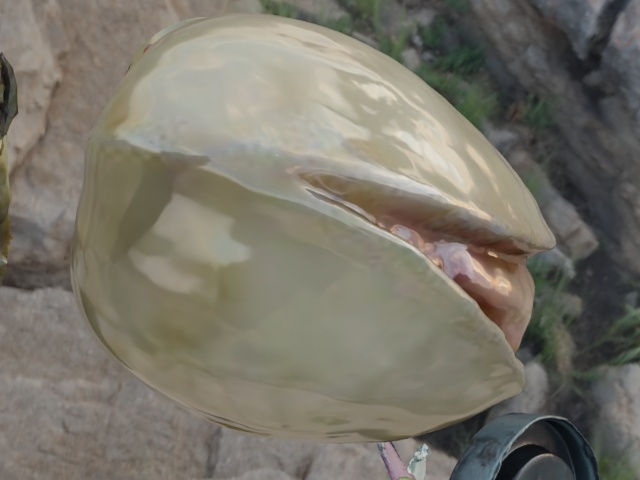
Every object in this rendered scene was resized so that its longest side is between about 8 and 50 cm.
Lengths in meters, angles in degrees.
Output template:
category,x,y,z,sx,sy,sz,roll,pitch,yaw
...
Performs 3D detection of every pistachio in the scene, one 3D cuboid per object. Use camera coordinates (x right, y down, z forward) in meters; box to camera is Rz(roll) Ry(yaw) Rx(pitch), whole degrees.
category,x,y,z,sx,sy,sz,roll,pitch,yaw
pistachio,0.000,0.000,0.582,0.309,0.230,0.229,25,42,-38

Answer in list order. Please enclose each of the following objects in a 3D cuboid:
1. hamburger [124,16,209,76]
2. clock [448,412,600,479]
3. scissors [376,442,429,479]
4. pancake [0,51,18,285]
category,x,y,z,sx,sy,sz,roll,pitch,yaw
hamburger,-0.104,-0.119,1.032,0.175,0.175,0.137,-3,54,-25
clock,0.258,0.382,1.377,0.067,0.325,0.325,4,32,41
scissors,0.076,0.231,0.984,0.134,0.020,0.187,22,21,-6
pancake,-0.272,-0.001,0.269,0.387,0.386,0.082,-8,44,-28
